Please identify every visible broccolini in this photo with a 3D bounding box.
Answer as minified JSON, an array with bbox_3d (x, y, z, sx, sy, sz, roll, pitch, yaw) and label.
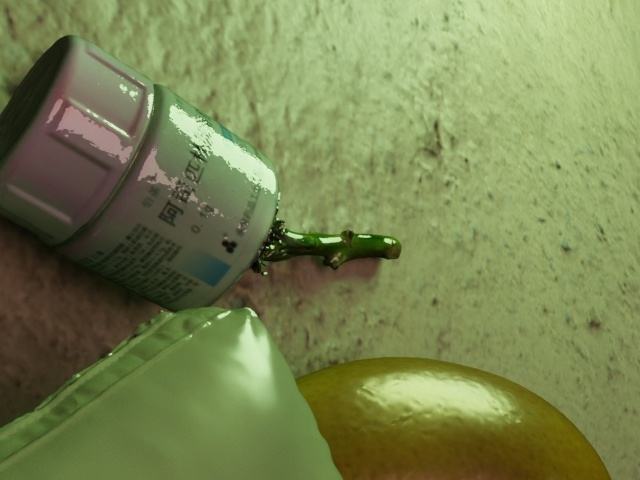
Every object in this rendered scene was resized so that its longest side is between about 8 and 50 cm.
[{"bbox_3d":[-0.001,-0.002,0.707,0.216,0.067,0.058,0,119,-42],"label":"broccolini"}]

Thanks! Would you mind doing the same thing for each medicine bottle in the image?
[{"bbox_3d":[-0.128,-0.040,0.552,0.168,0.135,0.135,32,60,-29],"label":"medicine bottle"}]

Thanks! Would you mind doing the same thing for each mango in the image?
[{"bbox_3d":[0.061,0.218,0.605,0.378,0.221,0.263,10,76,-31],"label":"mango"}]

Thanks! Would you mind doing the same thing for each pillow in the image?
[{"bbox_3d":[-0.083,0.187,0.338,0.322,0.120,0.255,-33,100,-54],"label":"pillow"}]
